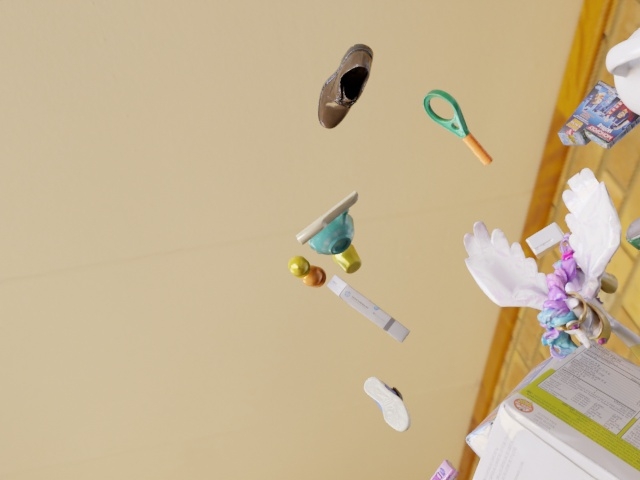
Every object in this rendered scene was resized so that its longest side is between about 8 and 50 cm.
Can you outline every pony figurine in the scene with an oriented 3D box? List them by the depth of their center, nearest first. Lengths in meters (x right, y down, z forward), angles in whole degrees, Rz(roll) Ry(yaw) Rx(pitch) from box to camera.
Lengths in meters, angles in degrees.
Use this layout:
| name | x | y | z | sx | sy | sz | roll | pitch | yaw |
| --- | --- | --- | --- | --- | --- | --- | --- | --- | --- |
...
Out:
| name | x | y | z | sx | sy | sz | roll | pitch | yaw |
| --- | --- | --- | --- | --- | --- | --- | --- | --- | --- |
| pony figurine | 0.487 | 0.088 | 1.477 | 0.303 | 0.351 | 0.363 | -35 | -38 | 24 |

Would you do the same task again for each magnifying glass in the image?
| name | x | y | z | sx | sy | sz | roll | pitch | yaw |
| --- | --- | --- | --- | --- | --- | --- | --- | --- | --- |
| magnifying glass | 0.336 | -0.273 | 1.873 | 0.231 | 0.026 | 0.092 | 45 | -28 | -13 |

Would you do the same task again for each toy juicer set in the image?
| name | x | y | z | sx | sy | sz | roll | pitch | yaw |
| --- | --- | --- | --- | --- | --- | --- | --- | --- | --- |
| toy juicer set | 0.000 | 0.000 | 1.993 | 0.209 | 0.089 | 0.329 | -27 | -33 | -13 |

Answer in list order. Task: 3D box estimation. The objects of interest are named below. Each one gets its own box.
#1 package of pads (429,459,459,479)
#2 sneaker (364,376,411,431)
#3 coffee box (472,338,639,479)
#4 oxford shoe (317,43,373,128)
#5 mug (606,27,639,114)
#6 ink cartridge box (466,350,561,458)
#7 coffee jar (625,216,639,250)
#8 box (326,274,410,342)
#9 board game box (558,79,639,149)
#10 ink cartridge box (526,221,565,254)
| name | x | y | z | sx | sy | sz | roll | pitch | yaw |
| --- | --- | --- | --- | --- | --- | --- | --- | --- | --- |
| package of pads | 0.318 | 0.615 | 1.997 | 0.032 | 0.050 | 0.083 | 33 | -85 | -21 |
| sneaker | 0.162 | 0.365 | 1.686 | 0.058 | 0.152 | 0.084 | -50 | -45 | 3 |
| coffee box | 0.460 | 0.422 | 1.237 | 0.334 | 0.338 | 0.338 | -18 | -50 | -47 |
| oxford shoe | 0.049 | -0.335 | 1.766 | 0.082 | 0.096 | 0.227 | 16 | -46 | -12 |
| mug | 0.783 | -0.388 | 1.647 | 0.374 | 0.276 | 0.328 | -1 | -2 | -30 |
| ink cartridge box | 0.594 | 0.464 | 1.928 | 0.395 | 0.270 | 0.151 | -33 | -12 | -33 |
| coffee jar | 0.806 | 0.019 | 1.788 | 0.184 | 0.079 | 0.096 | 38 | -43 | -11 |
| box | 0.109 | 0.156 | 1.784 | 0.186 | 0.145 | 0.038 | 36 | -91 | -12 |
| board game box | 0.754 | -0.317 | 2.082 | 0.194 | 0.194 | 0.060 | -42 | -49 | 4 |
| ink cartridge box | 0.733 | 0.001 | 2.500 | 0.109 | 0.063 | 0.150 | -33 | -15 | 12 |
